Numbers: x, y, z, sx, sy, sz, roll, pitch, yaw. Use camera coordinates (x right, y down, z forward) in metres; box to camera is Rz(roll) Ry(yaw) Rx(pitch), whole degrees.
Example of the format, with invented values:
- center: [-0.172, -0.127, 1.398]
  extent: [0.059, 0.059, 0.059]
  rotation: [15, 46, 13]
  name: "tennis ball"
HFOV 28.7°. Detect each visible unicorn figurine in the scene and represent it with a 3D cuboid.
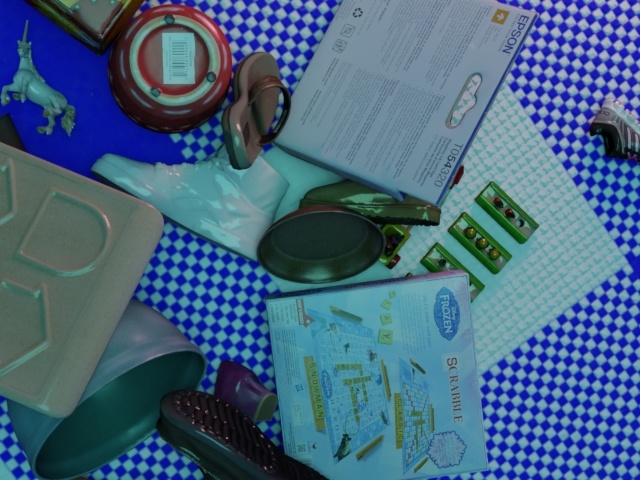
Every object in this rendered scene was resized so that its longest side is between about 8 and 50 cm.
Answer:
- center: [-0.433, -0.231, 1.893]
  extent: [0.060, 0.111, 0.162]
  rotation: [-22, 121, 27]
  name: "unicorn figurine"

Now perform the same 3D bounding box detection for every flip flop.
- center: [-0.086, -0.196, 1.863]
  extent: [0.080, 0.277, 0.112]
  rotation: [-13, 117, 15]
  name: "flip flop"

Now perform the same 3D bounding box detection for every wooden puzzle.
- center: [-0.430, 0.039, 1.698]
  extent: [0.348, 0.080, 0.322]
  rotation: [24, 69, 0]
  name: "wooden puzzle"

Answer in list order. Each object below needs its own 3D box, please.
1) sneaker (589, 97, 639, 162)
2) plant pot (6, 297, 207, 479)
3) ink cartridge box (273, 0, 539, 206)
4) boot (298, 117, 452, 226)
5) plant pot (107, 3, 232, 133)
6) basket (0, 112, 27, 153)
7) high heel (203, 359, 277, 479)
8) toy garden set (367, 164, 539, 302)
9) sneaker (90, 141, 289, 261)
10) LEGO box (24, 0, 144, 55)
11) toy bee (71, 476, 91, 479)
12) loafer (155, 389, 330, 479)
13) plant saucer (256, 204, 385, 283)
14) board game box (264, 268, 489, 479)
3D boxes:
- center: [0.507, -0.150, 2.050]
  extent: [0.170, 0.063, 0.075]
  rotation: [45, 84, -2]
  name: "sneaker"
- center: [-0.340, 0.184, 1.829]
  extent: [0.293, 0.293, 0.196]
  rotation: [-36, 69, -7]
  name: "plant pot"
- center: [0.128, -0.232, 1.887]
  extent: [0.330, 0.071, 0.324]
  rotation: [25, 84, 32]
  name: "ink cartridge box"
- center: [0.094, -0.161, 1.973]
  extent: [0.236, 0.089, 0.269]
  rotation: [4, 80, 6]
  name: "boot"
- center: [-0.226, -0.260, 1.876]
  extent: [0.191, 0.174, 0.191]
  rotation: [0, 90, -7]
  name: "plant pot"
- center: [-0.481, -0.042, 1.850]
  extent: [0.204, 0.154, 0.227]
  rotation: [-39, 102, -30]
  name: "basket"
- center: [-0.156, 0.313, 1.959]
  extent: [0.082, 0.117, 0.244]
  rotation: [2, 114, -48]
  name: "high heel"
- center: [0.204, -0.003, 2.008]
  extent: [0.204, 0.049, 0.244]
  rotation: [43, 84, -7]
  name: "toy garden set"
- center: [-0.192, -0.103, 1.922]
  extent: [0.292, 0.108, 0.169]
  rotation: [27, 85, -18]
  name: "sneaker"
- center: [-0.328, -0.587, 1.843]
  extent: [0.372, 0.193, 0.500]
  rotation: [37, 85, -8]
  name: "LEGO box"
- center: [-0.263, 0.449, 1.866]
  extent: [0.298, 0.162, 0.195]
  rotation: [-1, 130, 12]
  name: "toy bee"
- center: [-0.110, 0.361, 1.845]
  extent: [0.366, 0.134, 0.130]
  rotation: [40, 103, -18]
  name: "loafer"
- center: [0.000, 0.000, 1.926]
  extent: [0.198, 0.198, 0.036]
  rotation: [1, 56, -9]
  name: "plant saucer"
- center: [0.088, 0.222, 1.957]
  extent: [0.318, 0.066, 0.319]
  rotation: [-7, 97, -3]
  name: "board game box"
